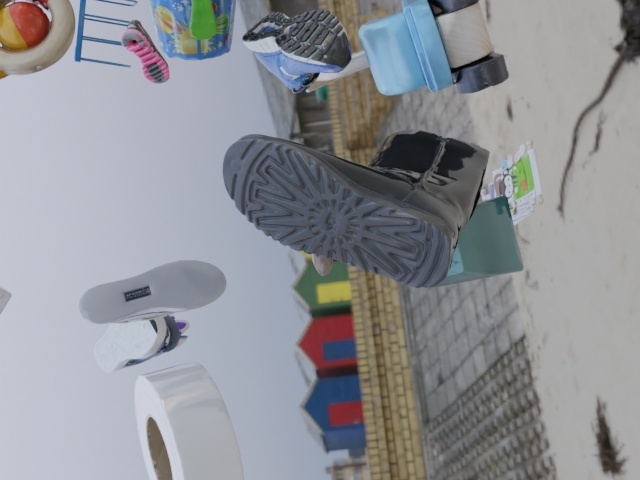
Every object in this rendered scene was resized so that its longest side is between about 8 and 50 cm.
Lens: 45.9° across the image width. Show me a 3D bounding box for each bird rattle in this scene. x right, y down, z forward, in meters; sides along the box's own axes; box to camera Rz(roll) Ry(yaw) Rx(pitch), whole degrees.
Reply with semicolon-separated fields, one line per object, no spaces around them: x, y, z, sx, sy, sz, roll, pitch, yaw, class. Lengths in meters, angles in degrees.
-0.468;-0.359;1.191;0.143;0.253;0.207;128;119;-74;bird rattle

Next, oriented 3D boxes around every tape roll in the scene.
-0.227;0.355;1.282;0.286;0.100;0.286;33;129;54;tape roll

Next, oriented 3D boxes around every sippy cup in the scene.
-0.288;-0.535;1.707;0.305;0.240;0.224;-55;-29;-55;sippy cup

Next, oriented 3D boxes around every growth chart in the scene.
0.433;-0.109;1.722;0.237;0.021;0.172;126;140;-58;growth chart

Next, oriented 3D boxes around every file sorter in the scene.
-0.406;-0.418;1.434;0.118;0.104;0.170;-146;62;-68;file sorter

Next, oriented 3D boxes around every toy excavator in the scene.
0.146;-0.420;1.671;0.433;0.445;0.222;-80;-28;-68;toy excavator

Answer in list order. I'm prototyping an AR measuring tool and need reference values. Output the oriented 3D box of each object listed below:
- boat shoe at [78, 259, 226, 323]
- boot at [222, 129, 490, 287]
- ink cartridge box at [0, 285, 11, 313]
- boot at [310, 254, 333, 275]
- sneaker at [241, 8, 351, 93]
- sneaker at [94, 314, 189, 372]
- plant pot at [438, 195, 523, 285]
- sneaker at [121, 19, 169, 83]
-0.311;0.104;1.416;0.088;0.267;0.096;143;109;-73;boat shoe
0.086;-0.114;1.250;0.146;0.367;0.445;-65;-7;31;boot
-0.609;0.104;1.299;0.060;0.180;0.104;36;-103;-40;ink cartridge box
0.000;0.000;1.351;0.087;0.042;0.118;96;164;-79;boot
-0.029;-0.387;1.574;0.147;0.130;0.330;51;168;-34;sneaker
-0.415;0.222;1.927;0.236;0.323;0.130;-22;-100;-47;sneaker
0.283;0.009;1.553;0.234;0.165;0.166;-7;-96;-56;plant pot
-0.284;-0.313;1.248;0.119;0.047;0.057;62;-165;-50;sneaker
